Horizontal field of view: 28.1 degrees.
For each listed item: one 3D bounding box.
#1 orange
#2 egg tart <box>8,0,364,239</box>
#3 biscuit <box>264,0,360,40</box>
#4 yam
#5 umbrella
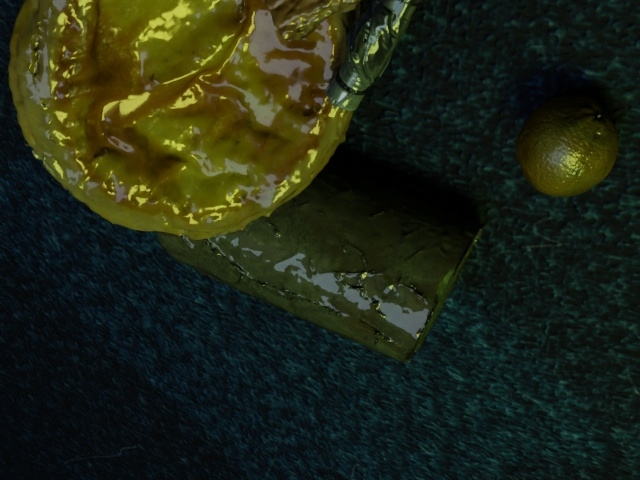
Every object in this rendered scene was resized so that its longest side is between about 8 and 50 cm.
[{"bbox_3d":[0.213,-0.082,1.099,0.085,0.085,0.095,37,145,0],"label":"orange"},{"bbox_3d":[-0.118,-0.170,1.157,0.341,0.341,0.132,59,-179,-27],"label":"egg tart"},{"bbox_3d":[0.040,-0.262,1.029,0.224,0.033,0.145,-27,84,25],"label":"biscuit"},{"bbox_3d":[0.000,0.000,1.283,0.304,0.168,0.168,24,141,17],"label":"yam"},{"bbox_3d":[0.056,-0.193,1.079,0.188,0.050,0.046,-57,45,28],"label":"umbrella"}]
